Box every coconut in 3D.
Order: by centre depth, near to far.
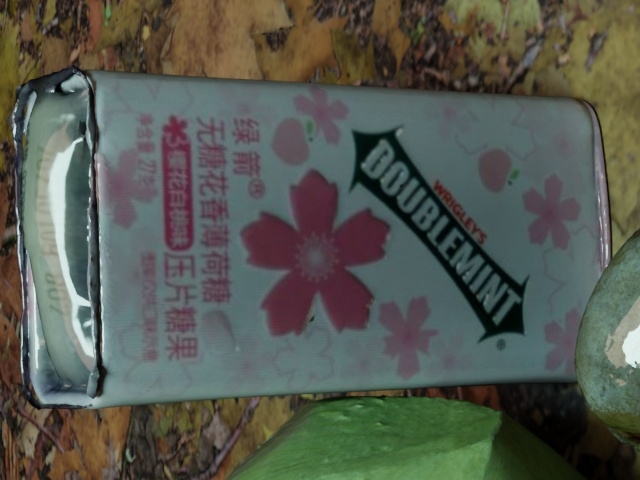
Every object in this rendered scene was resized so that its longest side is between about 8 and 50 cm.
[{"bbox_3d":[0.056,0.231,1.056,0.328,0.281,0.328,-174,90,-71],"label":"coconut"}]

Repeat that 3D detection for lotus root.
[{"bbox_3d":[0.198,0.041,1.023,0.088,0.088,0.165,27,102,54],"label":"lotus root"}]

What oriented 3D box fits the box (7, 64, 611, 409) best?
[{"bbox_3d":[0.000,0.000,1.061,0.112,0.369,0.190,-9,84,56],"label":"box"}]
